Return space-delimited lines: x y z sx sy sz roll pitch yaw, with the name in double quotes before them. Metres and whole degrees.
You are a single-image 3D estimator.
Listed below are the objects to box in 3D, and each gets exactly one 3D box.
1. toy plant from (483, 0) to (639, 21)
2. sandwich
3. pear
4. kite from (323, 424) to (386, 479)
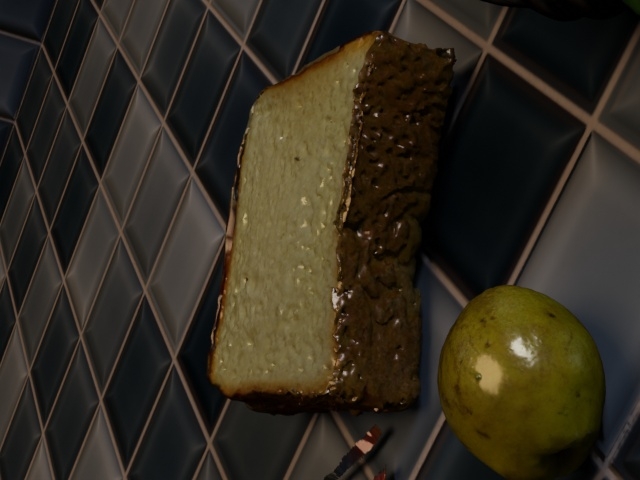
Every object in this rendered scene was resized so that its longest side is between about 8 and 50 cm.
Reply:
"toy plant" 0.181 -0.217 0.763 0.235 0.175 0.218 -4 65 36
"sandwich" 0.000 0.000 1.065 0.271 0.099 0.301 166 112 -66
"pear" 0.122 0.085 0.774 0.107 0.107 0.131 -54 41 37
"kite" -0.003 0.249 1.032 0.245 0.015 0.141 -56 33 40
